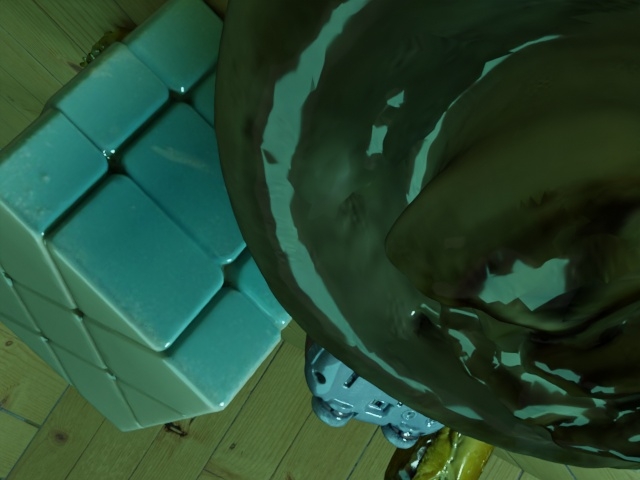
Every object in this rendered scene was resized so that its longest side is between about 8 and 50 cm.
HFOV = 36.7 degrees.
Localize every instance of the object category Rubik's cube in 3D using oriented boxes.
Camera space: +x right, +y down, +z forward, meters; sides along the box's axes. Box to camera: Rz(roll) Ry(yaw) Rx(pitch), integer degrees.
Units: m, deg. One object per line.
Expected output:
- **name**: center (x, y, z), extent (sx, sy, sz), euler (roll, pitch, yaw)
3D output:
- **Rubik's cube**: center (-0.181, -0.015, 1.055), extent (0.322, 0.316, 0.319), euler (47, 149, -10)

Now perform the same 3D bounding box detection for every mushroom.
- **mushroom**: center (0.119, -0.031, 0.411), extent (0.362, 0.295, 0.362), euler (10, 132, 12)

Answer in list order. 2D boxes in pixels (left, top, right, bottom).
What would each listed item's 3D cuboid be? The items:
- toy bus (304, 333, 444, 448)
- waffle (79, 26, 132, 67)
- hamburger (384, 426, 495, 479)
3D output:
- **toy bus**: center (0.111, 0.181, 1.594), extent (0.294, 0.197, 0.232), euler (20, -147, -24)
- **waffle**: center (-0.184, -0.172, 1.307), extent (0.329, 0.062, 0.329), euler (29, 169, 6)
- **hamburger**: center (0.257, 0.411, 1.945), extent (0.174, 0.304, 0.284), euler (28, 168, 9)
